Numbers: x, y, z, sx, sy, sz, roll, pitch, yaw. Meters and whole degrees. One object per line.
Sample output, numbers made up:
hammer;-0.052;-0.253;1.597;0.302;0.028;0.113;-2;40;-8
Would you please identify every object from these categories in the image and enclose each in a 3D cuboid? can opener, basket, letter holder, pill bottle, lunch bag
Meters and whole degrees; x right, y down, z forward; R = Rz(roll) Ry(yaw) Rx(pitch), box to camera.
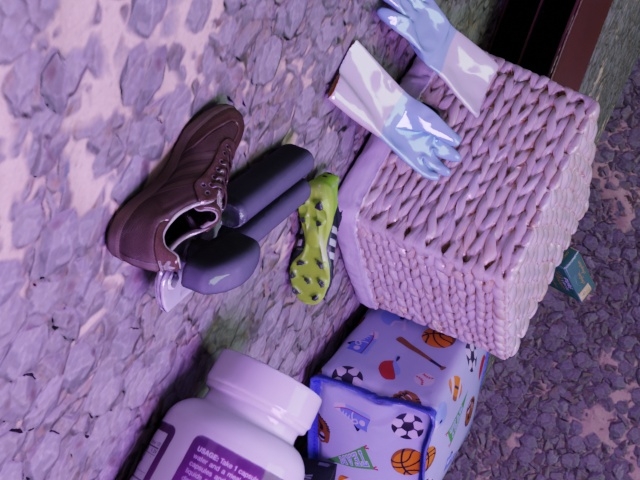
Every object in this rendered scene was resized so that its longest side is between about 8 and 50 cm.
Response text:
can opener;-0.074;-0.012;1.024;0.280;0.093;0.074;-48;153;-53
basket;0.214;-0.055;1.468;0.328;0.266;0.331;-59;158;-18
letter holder;0.356;-0.304;1.738;0.214;0.152;0.302;-11;122;-65
pill bottle;-0.119;0.275;1.090;0.302;0.169;0.169;-62;160;-14
lunch bag;0.121;0.300;1.664;0.328;0.238;0.386;-47;146;-48

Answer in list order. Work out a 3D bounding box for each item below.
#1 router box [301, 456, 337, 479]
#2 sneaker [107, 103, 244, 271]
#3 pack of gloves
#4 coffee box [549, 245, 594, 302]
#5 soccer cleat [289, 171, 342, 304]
router box;-0.050;0.456;1.399;0.309;0.081;0.243;-33;132;-80
sneaker;-0.108;-0.042;0.913;0.188;0.071;0.066;-55;158;-29
pack of gloves;0.133;-0.195;1.253;0.232;0.046;0.195;35;75;-38
coffee box;0.350;0.023;1.665;0.040;0.184;0.113;-49;136;-10
soccer cleat;0.000;0.000;1.269;0.072;0.060;0.179;-46;149;-49
